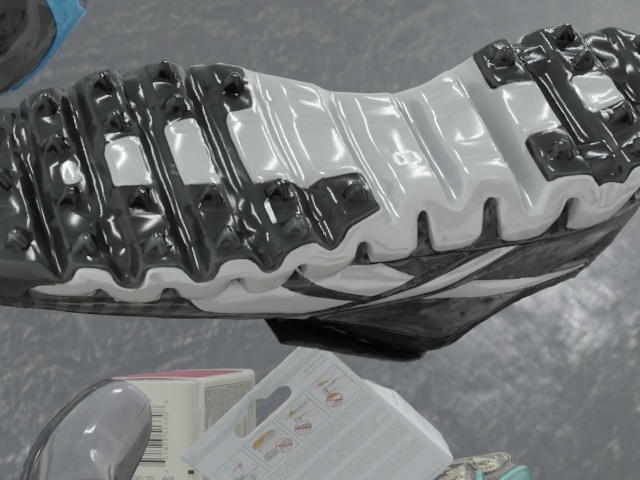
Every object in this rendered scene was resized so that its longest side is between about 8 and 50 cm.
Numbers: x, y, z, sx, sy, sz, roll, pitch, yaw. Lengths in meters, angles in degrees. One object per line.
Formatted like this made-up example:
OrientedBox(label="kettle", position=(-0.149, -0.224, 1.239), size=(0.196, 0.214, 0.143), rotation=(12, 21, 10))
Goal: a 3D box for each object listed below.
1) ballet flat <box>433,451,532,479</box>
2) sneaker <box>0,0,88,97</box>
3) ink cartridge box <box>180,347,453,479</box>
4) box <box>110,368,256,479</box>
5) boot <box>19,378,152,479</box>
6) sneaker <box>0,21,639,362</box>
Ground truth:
OrientedBox(label="ballet flat", position=(0.162, 0.361, 1.582), size=(0.182, 0.483, 0.164), rotation=(-3, 85, 16))
OrientedBox(label="sneaker", position=(-0.239, -0.168, 0.637), size=(0.340, 0.139, 0.125), rotation=(24, 77, 42))
OrientedBox(label="ink cartridge box", position=(-0.002, 0.214, 1.255), size=(0.232, 0.189, 0.066), rotation=(44, 8, -22))
OrientedBox(label="box", position=(-0.176, 0.247, 1.592), size=(0.126, 0.232, 0.149), rotation=(-2, 86, 13))
OrientedBox(label="boot", position=(-0.195, 0.260, 1.132), size=(0.118, 0.222, 0.338), rotation=(56, 42, -27))
OrientedBox(label="sneaker", position=(0.000, 0.000, 0.369), size=(0.234, 0.106, 0.078), rotation=(-10, 53, -18))
